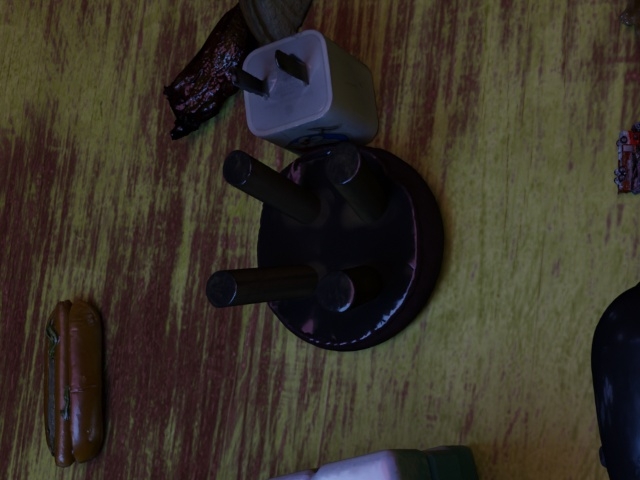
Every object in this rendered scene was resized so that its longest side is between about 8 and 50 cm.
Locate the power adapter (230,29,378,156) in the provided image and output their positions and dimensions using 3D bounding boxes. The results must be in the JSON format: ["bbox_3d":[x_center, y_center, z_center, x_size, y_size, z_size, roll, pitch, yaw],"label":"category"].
[{"bbox_3d":[-0.030,-0.193,1.155,0.130,0.205,0.125,-14,74,28],"label":"power adapter"}]

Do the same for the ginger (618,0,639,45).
[{"bbox_3d":[0.383,-0.244,1.027,0.057,0.044,0.137,-41,54,50],"label":"ginger"}]

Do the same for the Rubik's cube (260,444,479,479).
[{"bbox_3d":[0.017,0.402,0.941,0.318,0.316,0.322,-19,71,19],"label":"Rubik's cube"}]

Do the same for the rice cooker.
[{"bbox_3d":[0.381,0.149,0.841,0.267,0.267,0.225,-11,69,27],"label":"rice cooker"}]

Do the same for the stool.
[{"bbox_3d":[0.000,0.000,1.117,0.272,0.178,0.272,-6,79,30],"label":"stool"}]

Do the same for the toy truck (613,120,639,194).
[{"bbox_3d":[0.353,-0.094,1.025,0.032,0.024,0.083,3,84,7],"label":"toy truck"}]

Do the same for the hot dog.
[{"bbox_3d":[-0.376,0.212,1.354,0.100,0.068,0.250,-13,74,28],"label":"hot dog"}]

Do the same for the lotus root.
[{"bbox_3d":[-0.073,-0.360,1.267,0.095,0.135,0.159,25,80,31],"label":"lotus root"}]

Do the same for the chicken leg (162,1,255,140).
[{"bbox_3d":[-0.157,-0.249,1.320,0.105,0.063,0.234,44,101,23],"label":"chicken leg"}]
